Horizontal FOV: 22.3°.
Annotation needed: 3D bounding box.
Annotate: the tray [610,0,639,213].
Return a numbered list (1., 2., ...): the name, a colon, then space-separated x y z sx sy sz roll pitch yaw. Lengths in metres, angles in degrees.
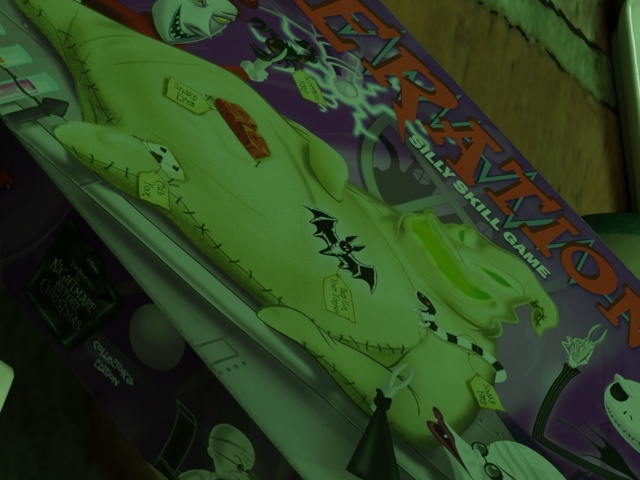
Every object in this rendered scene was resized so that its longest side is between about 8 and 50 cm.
1. tray: 0.233 -0.041 1.055 0.145 0.030 0.270 -32 117 -51

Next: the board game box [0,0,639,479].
1. board game box: 0.000 0.000 0.518 0.347 0.056 0.208 48 32 12

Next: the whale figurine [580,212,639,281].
1. whale figurine: 0.174 0.108 0.832 0.272 0.216 0.141 59 26 -16

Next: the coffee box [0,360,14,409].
1. coffee box: -0.203 0.039 0.368 0.246 0.098 0.141 44 56 -47
